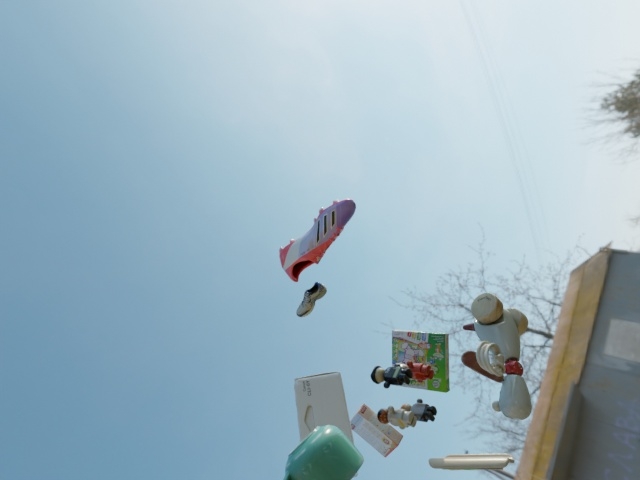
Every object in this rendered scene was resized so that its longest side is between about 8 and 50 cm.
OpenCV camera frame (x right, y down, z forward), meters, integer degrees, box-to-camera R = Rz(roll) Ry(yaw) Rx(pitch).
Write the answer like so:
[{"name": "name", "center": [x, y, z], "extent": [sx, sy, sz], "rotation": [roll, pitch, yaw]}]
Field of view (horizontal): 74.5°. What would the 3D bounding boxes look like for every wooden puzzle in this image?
[{"name": "wooden puzzle", "center": [0.462, 0.674, 1.271], "extent": [0.239, 0.221, 0.044], "rotation": [39, -138, -55]}]

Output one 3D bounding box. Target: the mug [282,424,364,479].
[{"name": "mug", "center": [-0.006, 0.401, 0.749], "extent": [0.129, 0.097, 0.158], "rotation": [-48, -17, 16]}]

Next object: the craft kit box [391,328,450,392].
[{"name": "craft kit box", "center": [0.437, 0.525, 1.855], "extent": [0.061, 0.250, 0.246], "rotation": [8, -100, -57]}]

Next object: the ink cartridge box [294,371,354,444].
[{"name": "ink cartridge box", "center": [0.024, 0.645, 1.426], "extent": [0.384, 0.160, 0.279], "rotation": [82, 177, -55]}]

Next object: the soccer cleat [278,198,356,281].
[{"name": "soccer cleat", "center": [0.000, 0.000, 1.007], "extent": [0.083, 0.248, 0.095], "rotation": [19, -142, -53]}]

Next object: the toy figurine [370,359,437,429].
[{"name": "toy figurine", "center": [0.277, 0.515, 1.414], "extent": [0.213, 0.148, 0.209], "rotation": [8, -106, -46]}]

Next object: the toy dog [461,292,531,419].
[{"name": "toy dog", "center": [0.452, 0.299, 1.121], "extent": [0.220, 0.161, 0.333], "rotation": [47, -139, -7]}]

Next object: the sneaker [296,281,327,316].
[{"name": "sneaker", "center": [-0.039, 0.190, 1.386], "extent": [0.135, 0.052, 0.058], "rotation": [-52, -40, -16]}]

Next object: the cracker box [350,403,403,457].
[{"name": "cracker box", "center": [0.260, 0.910, 2.016], "extent": [0.067, 0.232, 0.155], "rotation": [-40, -21, -44]}]
